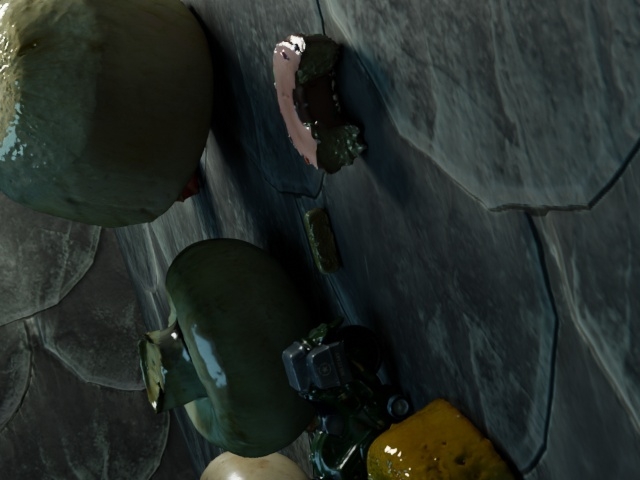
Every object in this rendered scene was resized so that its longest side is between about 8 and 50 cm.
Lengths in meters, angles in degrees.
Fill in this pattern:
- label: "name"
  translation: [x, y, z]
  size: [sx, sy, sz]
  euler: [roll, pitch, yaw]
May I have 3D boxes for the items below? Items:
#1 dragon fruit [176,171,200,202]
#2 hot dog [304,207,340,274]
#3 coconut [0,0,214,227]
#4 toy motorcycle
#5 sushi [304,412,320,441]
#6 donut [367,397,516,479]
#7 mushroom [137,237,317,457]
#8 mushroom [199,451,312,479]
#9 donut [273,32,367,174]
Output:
- label: "dragon fruit"
  translation: [-0.369, -0.211, 2.158]
  size: [0.317, 0.205, 0.152]
  euler: [59, 159, 32]
- label: "hot dog"
  translation: [0.000, 0.000, 1.530]
  size: [0.034, 0.030, 0.090]
  euler: [-159, 52, -70]
- label: "coconut"
  translation: [-0.342, -0.214, 1.814]
  size: [0.345, 0.415, 0.415]
  euler: [4, 115, 43]
- label: "toy motorcycle"
  translation: [0.021, 0.241, 1.467]
  size: [0.125, 0.187, 0.274]
  euler: [-177, 69, -72]
- label: "sushi"
  translation: [-0.046, 0.255, 1.943]
  size: [0.193, 0.040, 0.210]
  euler: [134, 115, -71]
- label: "donut"
  translation: [0.143, 0.321, 1.304]
  size: [0.277, 0.108, 0.277]
  euler: [160, 90, -74]
- label: "mushroom"
  translation: [-0.139, 0.162, 1.755]
  size: [0.352, 0.260, 0.352]
  euler: [166, 90, -73]
- label: "mushroom"
  translation: [-0.121, 0.557, 2.074]
  size: [0.362, 0.294, 0.362]
  euler: [55, 157, 37]
- label: "donut"
  translation: [-0.008, -0.162, 1.315]
  size: [0.117, 0.065, 0.166]
  euler: [39, 143, 58]
